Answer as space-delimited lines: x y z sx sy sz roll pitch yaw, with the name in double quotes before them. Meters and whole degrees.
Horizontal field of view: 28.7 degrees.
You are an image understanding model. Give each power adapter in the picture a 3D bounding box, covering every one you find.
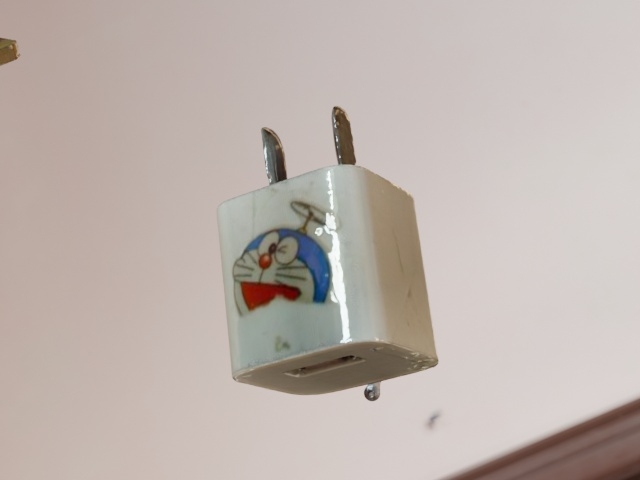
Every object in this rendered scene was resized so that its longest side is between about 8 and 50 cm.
"power adapter" 0.000 0.000 0.932 0.125 0.130 0.204 23 -126 -55

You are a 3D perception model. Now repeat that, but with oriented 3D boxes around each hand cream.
"hand cream" 0.066 0.167 1.457 0.093 0.019 0.030 -44 -33 -73

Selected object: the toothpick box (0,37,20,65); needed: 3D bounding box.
"toothpick box" -0.470 -0.310 1.296 0.190 0.187 0.308 24 134 52
